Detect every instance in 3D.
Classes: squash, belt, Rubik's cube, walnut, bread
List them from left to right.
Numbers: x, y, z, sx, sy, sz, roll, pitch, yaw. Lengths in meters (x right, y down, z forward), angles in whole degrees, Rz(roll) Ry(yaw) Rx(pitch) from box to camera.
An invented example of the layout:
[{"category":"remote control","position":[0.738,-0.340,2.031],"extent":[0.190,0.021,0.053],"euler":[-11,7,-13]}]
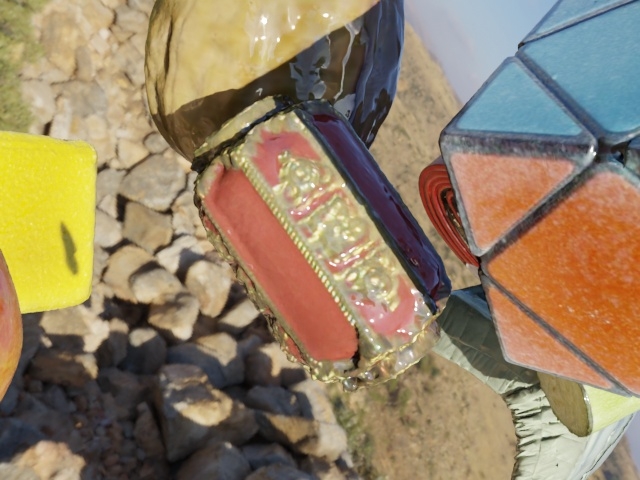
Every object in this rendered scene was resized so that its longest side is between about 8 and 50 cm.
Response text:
[{"category":"bread","position":[-0.547,-0.028,1.240],"extent":[0.333,0.143,0.324],"euler":[0,96,-59]},{"category":"walnut","position":[-0.045,-0.232,0.845],"extent":[0.306,0.344,0.306],"euler":[20,18,-7]},{"category":"belt","position":[0.302,-0.020,1.124],"extent":[0.324,0.115,0.227],"euler":[48,-19,4]},{"category":"squash","position":[0.306,0.090,0.623],"extent":[0.094,0.224,0.094],"euler":[-21,90,-90]},{"category":"Rubik's cube","position":[0.228,-0.033,0.451],"extent":[0.205,0.205,0.207],"euler":[-47,129,-31]}]

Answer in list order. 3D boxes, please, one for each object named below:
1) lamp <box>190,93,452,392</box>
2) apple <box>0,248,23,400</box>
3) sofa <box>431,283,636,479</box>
[{"category":"lamp","position":[0.000,0.000,0.662],"extent":[0.274,0.177,0.177],"euler":[56,15,1]},{"category":"apple","position":[-0.345,0.038,0.562],"extent":[0.251,0.163,0.293],"euler":[-9,76,-61]},{"category":"sofa","position":[0.224,0.163,0.812],"extent":[0.225,0.176,0.210],"euler":[35,24,30]}]
